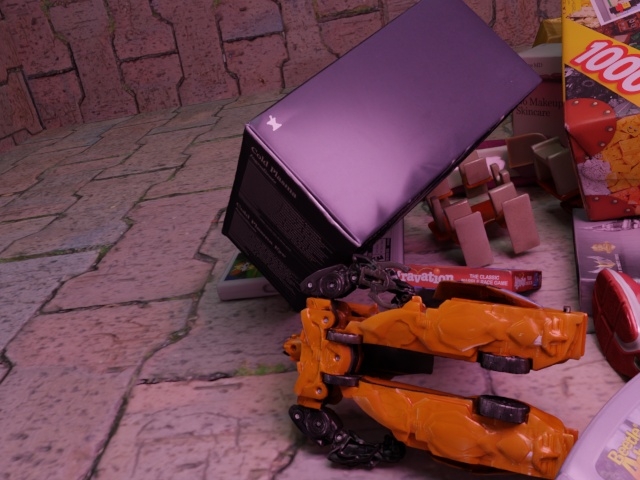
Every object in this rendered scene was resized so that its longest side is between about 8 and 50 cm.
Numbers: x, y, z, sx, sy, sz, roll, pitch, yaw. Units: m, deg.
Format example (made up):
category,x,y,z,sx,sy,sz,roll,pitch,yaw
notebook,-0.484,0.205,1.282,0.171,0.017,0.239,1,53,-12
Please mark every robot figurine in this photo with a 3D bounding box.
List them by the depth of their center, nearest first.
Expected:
category,x,y,z,sx,sy,sz,roll,pitch,yaw
robot figurine,0.096,0.125,0.572,0.291,0.211,0.085,5,-3,30

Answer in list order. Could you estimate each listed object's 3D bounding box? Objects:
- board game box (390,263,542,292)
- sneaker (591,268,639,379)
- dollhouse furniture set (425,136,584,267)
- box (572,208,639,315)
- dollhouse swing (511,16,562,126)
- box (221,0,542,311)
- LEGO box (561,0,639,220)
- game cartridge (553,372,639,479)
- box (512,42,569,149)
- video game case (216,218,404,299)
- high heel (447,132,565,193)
category,x,y,z,sx,sy,sz,roll,pitch,yaw
board game box,0.183,0.045,0.726,0.145,0.027,0.281,1,-3,26
sneaker,0.381,0.109,0.615,0.128,0.087,0.221,-1,36,1
dollhouse furniture set,0.311,-0.060,0.994,0.259,0.135,0.262,-21,23,5
box,0.442,0.020,0.793,0.183,0.056,0.231,0,25,22
dollhouse swing,0.696,-0.428,1.516,0.305,0.315,0.347,17,30,8
box,0.060,-0.105,0.791,0.343,0.179,0.312,-41,-6,-22
LEGO box,0.562,-0.292,0.854,0.373,0.193,0.500,-9,45,30
game cartridge,0.290,0.185,0.415,0.294,0.060,0.196,-29,43,-29
box,0.501,-0.288,1.241,0.127,0.232,0.149,-27,28,-31
video game case,0.000,0.000,1.060,0.300,0.036,0.329,-6,25,11
high heel,0.307,-0.144,1.219,0.377,0.127,0.181,0,-4,34
